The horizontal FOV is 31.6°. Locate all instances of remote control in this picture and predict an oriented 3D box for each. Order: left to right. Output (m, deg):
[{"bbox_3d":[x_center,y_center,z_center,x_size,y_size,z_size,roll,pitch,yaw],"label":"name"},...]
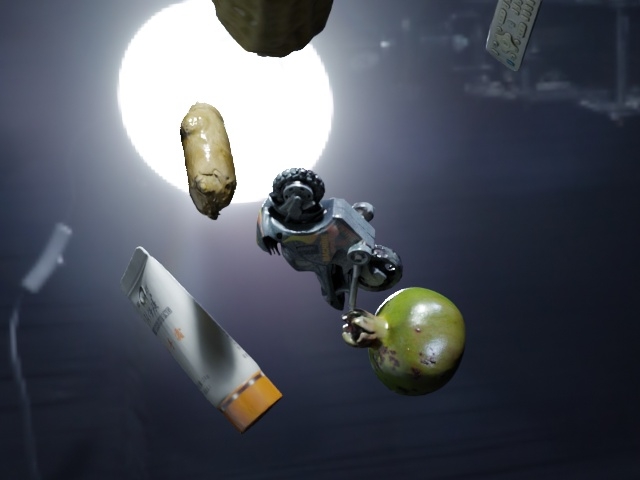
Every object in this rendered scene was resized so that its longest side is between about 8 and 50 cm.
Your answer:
[{"bbox_3d":[0.325,-0.370,1.852,0.073,0.044,0.229,37,-26,18],"label":"remote control"}]

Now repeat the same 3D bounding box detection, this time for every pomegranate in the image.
[{"bbox_3d":[0.144,0.153,1.893,0.210,0.179,0.179,44,5,-15],"label":"pomegranate"}]

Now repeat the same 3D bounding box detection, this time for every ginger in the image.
[{"bbox_3d":[-0.156,-0.121,1.554,0.095,0.069,0.190,107,-25,-62],"label":"ginger"}]

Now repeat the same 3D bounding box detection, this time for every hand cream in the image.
[{"bbox_3d":[-0.187,0.146,1.716,0.314,0.089,0.139,47,-36,11],"label":"hand cream"}]

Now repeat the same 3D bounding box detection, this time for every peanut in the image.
[{"bbox_3d":[-0.062,-0.305,1.124,0.153,0.140,0.325,52,-8,31],"label":"peanut"}]

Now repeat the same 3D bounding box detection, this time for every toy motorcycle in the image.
[{"bbox_3d":[0.000,0.000,1.839,0.307,0.173,0.108,46,32,-33],"label":"toy motorcycle"}]
